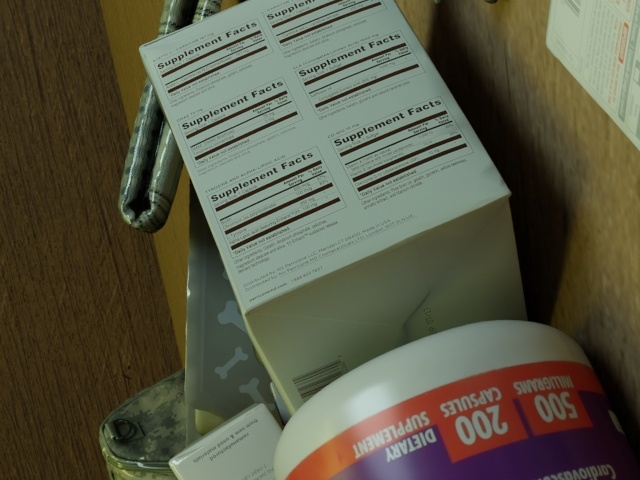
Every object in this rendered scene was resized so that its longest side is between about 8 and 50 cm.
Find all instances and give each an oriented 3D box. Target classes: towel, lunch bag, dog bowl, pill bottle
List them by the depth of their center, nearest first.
[{"bbox_3d":[0.106,0.213,0.586,0.181,0.181,0.323,99,153,-60],"label":"pill bottle"},{"bbox_3d":[-0.119,-0.163,1.107,0.312,0.056,0.324,168,114,-85],"label":"towel"},{"bbox_3d":[-0.089,0.075,1.240,0.349,0.102,0.349,180,90,-84],"label":"dog bowl"},{"bbox_3d":[-0.161,0.332,1.663,0.212,0.256,0.305,-120,20,-49],"label":"lunch bag"}]

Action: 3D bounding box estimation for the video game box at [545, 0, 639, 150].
[{"bbox_3d":[0.143,-0.100,0.383,0.205,0.048,0.187,88,164,-45],"label":"video game box"}]

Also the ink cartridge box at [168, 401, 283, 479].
[{"bbox_3d":[-0.025,0.243,0.971,0.218,0.092,0.158,58,172,4],"label":"ink cartridge box"}]

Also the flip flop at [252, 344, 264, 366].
[{"bbox_3d":[0.000,0.000,0.991,0.080,0.112,0.277,21,123,19],"label":"flip flop"}]

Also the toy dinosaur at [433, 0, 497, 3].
[{"bbox_3d":[0.055,-0.191,0.627,0.268,0.064,0.118,-125,30,-48],"label":"toy dinosaur"}]

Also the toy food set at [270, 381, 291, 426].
[{"bbox_3d":[0.027,0.150,0.999,0.232,0.111,0.104,107,145,-78],"label":"toy food set"}]

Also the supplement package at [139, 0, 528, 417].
[{"bbox_3d":[0.012,-0.016,0.711,0.194,0.149,0.203,70,176,-54],"label":"supplement package"}]
